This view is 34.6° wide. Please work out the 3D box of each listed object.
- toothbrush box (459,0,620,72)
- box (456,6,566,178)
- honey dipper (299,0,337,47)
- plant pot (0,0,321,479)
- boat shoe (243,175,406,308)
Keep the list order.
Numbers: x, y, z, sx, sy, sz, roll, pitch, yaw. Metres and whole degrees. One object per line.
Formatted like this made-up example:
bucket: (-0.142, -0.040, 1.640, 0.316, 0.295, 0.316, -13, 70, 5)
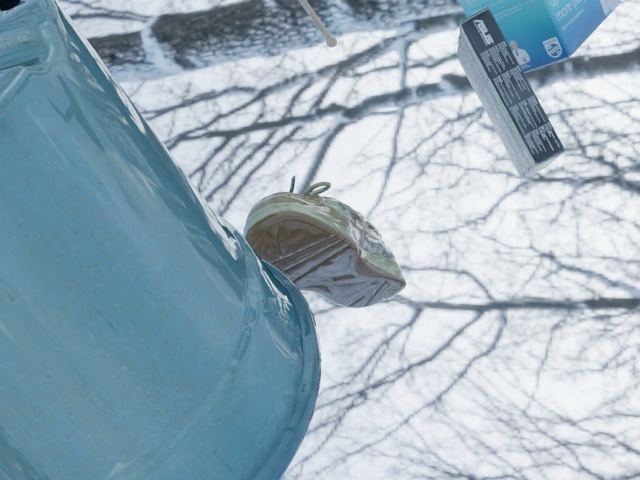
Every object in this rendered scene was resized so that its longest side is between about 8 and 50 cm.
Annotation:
toothbrush box: (0.276, -0.407, 1.434, 0.216, 0.126, 0.295, -43, -71, -44)
box: (0.226, -0.173, 1.251, 0.191, 0.045, 0.184, 63, -178, 5)
honey dipper: (-0.019, -0.358, 1.588, 0.161, 0.030, 0.030, 48, -123, -42)
plant pot: (-0.216, 0.022, 0.715, 0.341, 0.341, 0.334, -57, -42, -30)
boat shoe: (0.000, 0.000, 1.104, 0.285, 0.104, 0.089, 35, -145, -59)
